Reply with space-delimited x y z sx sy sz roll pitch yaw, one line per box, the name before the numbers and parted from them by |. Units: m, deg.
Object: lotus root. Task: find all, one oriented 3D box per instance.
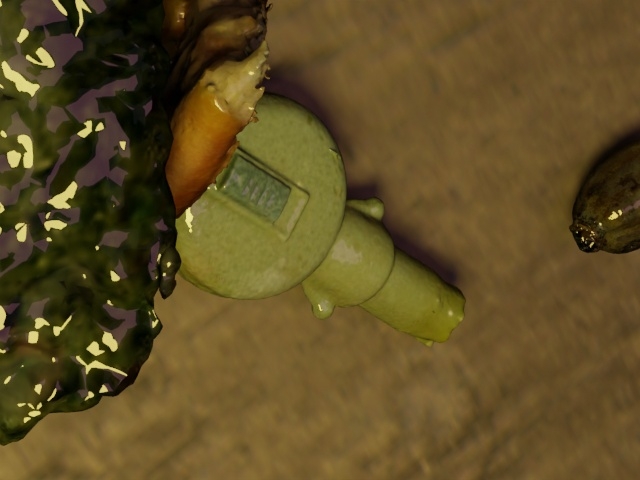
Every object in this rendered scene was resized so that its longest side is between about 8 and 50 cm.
lotus root | 0.175 -0.024 1.108 0.099 0.049 0.054 -32 134 -22

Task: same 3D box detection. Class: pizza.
pizza | -0.063 -0.099 0.890 0.052 0.185 0.195 20 64 -21

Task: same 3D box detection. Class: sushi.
sushi | -0.212 -0.083 0.770 0.294 0.178 0.352 -4 102 -26

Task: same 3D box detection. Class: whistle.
whistle | 0.000 0.000 0.995 0.198 0.057 0.104 33 80 -31
